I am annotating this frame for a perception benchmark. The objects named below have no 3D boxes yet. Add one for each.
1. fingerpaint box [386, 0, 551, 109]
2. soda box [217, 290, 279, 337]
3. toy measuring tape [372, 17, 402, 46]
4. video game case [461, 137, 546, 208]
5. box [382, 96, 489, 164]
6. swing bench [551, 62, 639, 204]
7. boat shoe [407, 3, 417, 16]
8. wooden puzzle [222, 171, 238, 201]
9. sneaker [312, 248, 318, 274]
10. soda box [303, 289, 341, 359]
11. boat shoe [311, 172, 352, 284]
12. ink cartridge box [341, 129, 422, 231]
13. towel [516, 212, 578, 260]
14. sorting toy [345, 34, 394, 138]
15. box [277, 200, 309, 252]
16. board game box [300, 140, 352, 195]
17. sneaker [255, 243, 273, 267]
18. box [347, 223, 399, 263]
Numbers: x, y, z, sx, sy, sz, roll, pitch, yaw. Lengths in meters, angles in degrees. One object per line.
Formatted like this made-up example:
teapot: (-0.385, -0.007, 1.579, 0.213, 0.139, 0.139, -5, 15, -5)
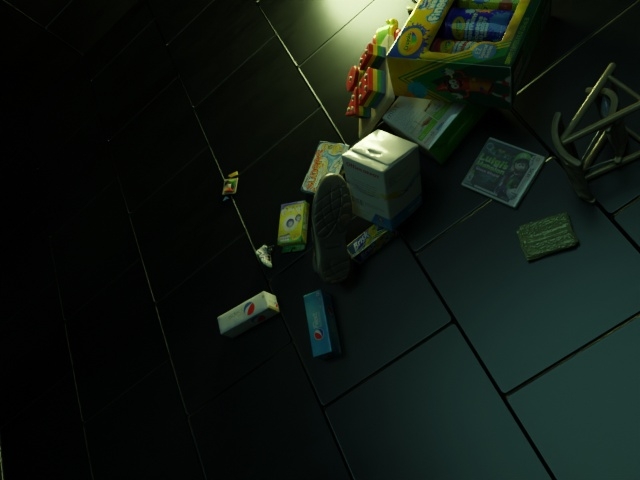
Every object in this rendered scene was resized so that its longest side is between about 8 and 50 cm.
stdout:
fingerpaint box: (0.459, -0.628, 1.772, 0.370, 0.163, 0.445, 15, 61, 27)
soda box: (-0.252, 0.260, 2.035, 0.216, 0.074, 0.069, -31, 58, 19)
toy measuring tape: (0.237, -0.654, 2.065, 0.121, 0.121, 0.330, -3, 70, 32)
video game case: (0.546, -0.205, 1.746, 0.190, 0.022, 0.173, 31, 89, 37)
box: (0.374, -0.421, 1.877, 0.262, 0.126, 0.231, -51, 53, 5)
swing bench: (0.726, -0.266, 1.513, 0.254, 0.253, 0.165, -42, 54, 11)
boat shoe: (0.373, -0.823, 2.093, 0.133, 0.042, 0.049, 18, 56, 35)
wooden puzzle: (-0.364, -0.218, 2.336, 0.078, 0.014, 0.117, -13, 65, 28)
sneaker: (0.000, 0.000, 1.964, 0.083, 0.098, 0.224, 3, 73, 33)
soda box: (0.006, 0.271, 1.872, 0.071, 0.067, 0.210, -23, 60, 24)
boat shoe: (0.019, -0.040, 1.861, 0.130, 0.132, 0.356, -148, 58, -68)
ink cartridge box: (0.196, -0.187, 1.800, 0.171, 0.233, 0.168, 29, 57, 37)
towel: (0.627, -0.012, 1.615, 0.148, 0.027, 0.110, -22, 60, 25)
sorting toy: (0.159, -0.524, 1.983, 0.255, 0.089, 0.257, 131, 145, -62)
box: (-0.098, -0.047, 2.081, 0.105, 0.043, 0.179, -9, 69, 30)
board game box: (0.023, -0.253, 2.089, 0.136, 0.035, 0.201, 14, 79, 35)
sneaker: (-0.189, 0.048, 2.102, 0.069, 0.038, 0.098, -49, 54, 8)
box: (0.165, 0.001, 1.883, 0.169, 0.059, 0.054, -40, 52, 13)
